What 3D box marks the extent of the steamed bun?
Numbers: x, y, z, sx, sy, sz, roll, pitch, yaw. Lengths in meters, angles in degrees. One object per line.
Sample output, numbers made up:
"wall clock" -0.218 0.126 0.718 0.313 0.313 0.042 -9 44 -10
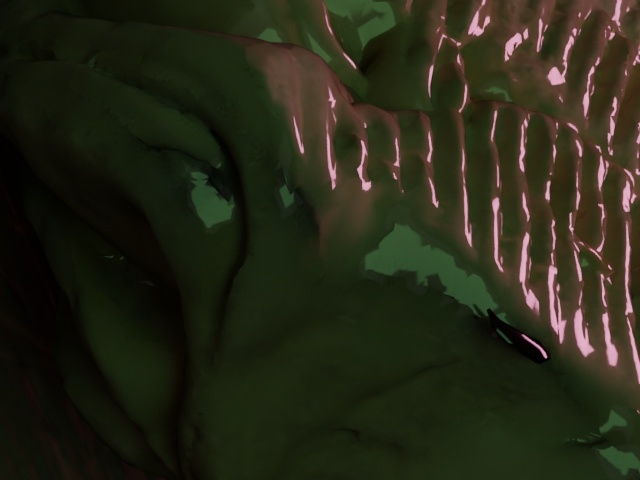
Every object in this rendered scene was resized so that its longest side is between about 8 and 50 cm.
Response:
"steamed bun" 0.000 0.000 0.800 0.346 0.237 0.394 -11 68 -53
